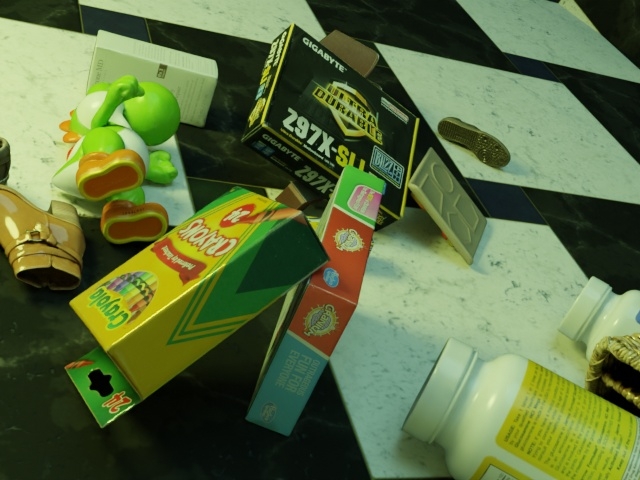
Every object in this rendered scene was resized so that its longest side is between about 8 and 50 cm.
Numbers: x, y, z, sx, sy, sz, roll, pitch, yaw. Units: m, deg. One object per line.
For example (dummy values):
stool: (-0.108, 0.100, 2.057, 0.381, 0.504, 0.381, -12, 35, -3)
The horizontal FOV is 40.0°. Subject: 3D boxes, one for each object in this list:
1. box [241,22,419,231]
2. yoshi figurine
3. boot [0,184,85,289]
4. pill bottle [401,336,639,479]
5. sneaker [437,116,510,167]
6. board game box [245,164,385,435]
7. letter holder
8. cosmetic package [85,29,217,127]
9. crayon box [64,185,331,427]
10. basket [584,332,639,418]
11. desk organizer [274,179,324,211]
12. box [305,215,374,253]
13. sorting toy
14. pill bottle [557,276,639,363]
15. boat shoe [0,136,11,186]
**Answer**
box: (0.028, -0.202, 1.596, 0.322, 0.079, 0.257, 33, 52, -25)
yoshi figurine: (-0.301, -0.164, 1.430, 0.203, 0.203, 0.362, 23, 26, -30)
boot: (-0.423, -0.001, 1.214, 0.197, 0.073, 0.152, 4, 41, -22)
pill bottle: (0.285, 0.266, 1.145, 0.334, 0.188, 0.188, 29, 33, 8)
sneaker: (0.365, -0.237, 2.034, 0.188, 0.066, 0.071, 34, 33, 16)
board game box: (-0.002, 0.072, 1.204, 0.064, 0.242, 0.316, 23, 33, -3)
letter holder: (0.049, -0.298, 1.855, 0.214, 0.152, 0.302, 28, 33, 5)
cosmetic package: (-0.321, -0.306, 1.672, 0.231, 0.117, 0.085, 10, 33, -17)
crayon box: (-0.170, 0.065, 1.049, 0.318, 0.081, 0.202, -37, 26, -16)
basket: (0.504, 0.283, 1.216, 0.223, 0.214, 0.299, -1, 32, -45)
desk organizer: (-0.023, -0.083, 1.587, 0.047, 0.050, 0.130, 53, 29, 9)
box: (0.000, 0.000, 1.476, 0.168, 0.059, 0.054, 9, 34, -20)
sorting toy: (0.241, -0.066, 1.683, 0.193, 0.038, 0.208, 51, 29, -11)
pill bottle: (0.542, 0.178, 1.463, 0.272, 0.152, 0.152, 34, 34, 17)
boat shoe: (-0.614, -0.133, 1.260, 0.324, 0.097, 0.117, 12, 34, -17)
